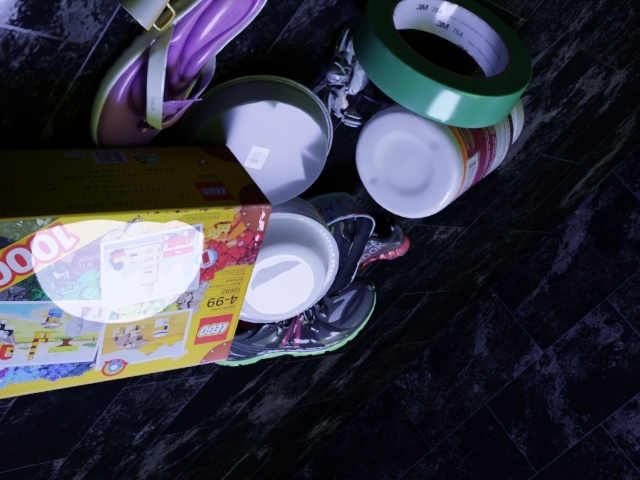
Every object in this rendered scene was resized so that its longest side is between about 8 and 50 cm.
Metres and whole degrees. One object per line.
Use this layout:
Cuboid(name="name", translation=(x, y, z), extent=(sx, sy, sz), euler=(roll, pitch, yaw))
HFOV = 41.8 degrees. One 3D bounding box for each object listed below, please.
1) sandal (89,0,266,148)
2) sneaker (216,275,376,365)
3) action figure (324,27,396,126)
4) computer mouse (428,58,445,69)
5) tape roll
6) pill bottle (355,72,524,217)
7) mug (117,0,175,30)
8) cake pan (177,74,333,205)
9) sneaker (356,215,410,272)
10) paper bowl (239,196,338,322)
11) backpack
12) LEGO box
Cuboid(name="sandal", translation=(-0.226, -0.268, 1.328), extent=(0.416, 0.102, 0.169), euler=(-47, 152, 24))
Cuboid(name="sneaker", translation=(-0.080, 0.190, 2.157), extent=(0.483, 0.185, 0.202), euler=(-16, 143, -11))
Cuboid(name="action figure", translation=(0.095, -0.318, 1.635), extent=(0.285, 0.099, 0.185), euler=(-9, 127, -58))
Cuboid(name="computer mouse", translation=(0.203, -0.288, 1.880), extent=(0.262, 0.060, 0.184), euler=(-41, 155, 12))
Cuboid(name="tape roll", translation=(0.220, -0.339, 1.504), extent=(0.321, 0.321, 0.077), euler=(-17, 149, -34))
Cuboid(name="pill bottle", translation=(0.261, -0.213, 1.721), extent=(0.392, 0.224, 0.224), euler=(-34, 162, -50))
Cuboid(name="mug", translation=(-0.250, -0.349, 1.220), extent=(0.064, 0.062, 0.078), euler=(-46, 175, 3))
Cuboid(name="cake pan", translation=(-0.117, -0.170, 1.555), extent=(0.293, 0.054, 0.293), euler=(-7, 135, -7))
Cuboid(name="sneaker", translation=(0.103, 0.016, 2.251), extent=(0.276, 0.097, 0.135), euler=(-23, 137, -3))
Cuboid(name="paper bowl", translation=(-0.101, 0.054, 1.764), extent=(0.284, 0.148, 0.284), euler=(-9, 126, -13))
Cuboid(name="backpack", translation=(0.000, 0.000, 1.973), extent=(0.225, 0.191, 0.253), euler=(-10, 142, -39))
Cuboid(name="LEGO box", translation=(-0.379, 0.048, 1.410), extent=(0.501, 0.193, 0.372), euler=(-6, 130, -32))
